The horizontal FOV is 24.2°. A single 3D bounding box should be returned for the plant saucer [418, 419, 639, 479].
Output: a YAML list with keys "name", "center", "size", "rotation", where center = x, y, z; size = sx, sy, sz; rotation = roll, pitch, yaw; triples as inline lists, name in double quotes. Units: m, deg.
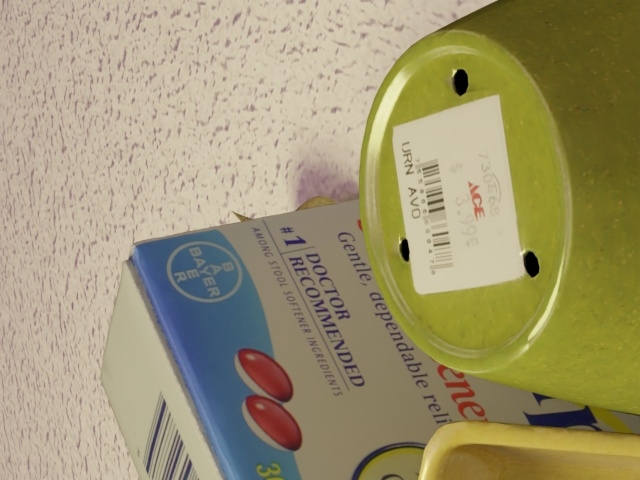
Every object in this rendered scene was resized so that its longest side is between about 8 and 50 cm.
- name: "plant saucer"
  center: [0.190, 0.231, 0.718]
  size: [0.081, 0.332, 0.333]
  rotation: [-96, 12, -70]

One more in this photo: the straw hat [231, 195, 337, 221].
- name: "straw hat"
  center: [0.000, 0.000, 1.152]
  size: [0.061, 0.144, 0.144]
  rotation: [-48, 43, -1]

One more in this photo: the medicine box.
- name: "medicine box"
  center: [0.052, 0.116, 0.876]
  size: [0.263, 0.289, 0.149]
  rotation: [62, 151, 30]

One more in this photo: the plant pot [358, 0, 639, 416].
- name: "plant pot"
  center: [0.174, -0.026, 0.661]
  size: [0.274, 0.293, 0.275]
  rotation: [16, 109, 56]
